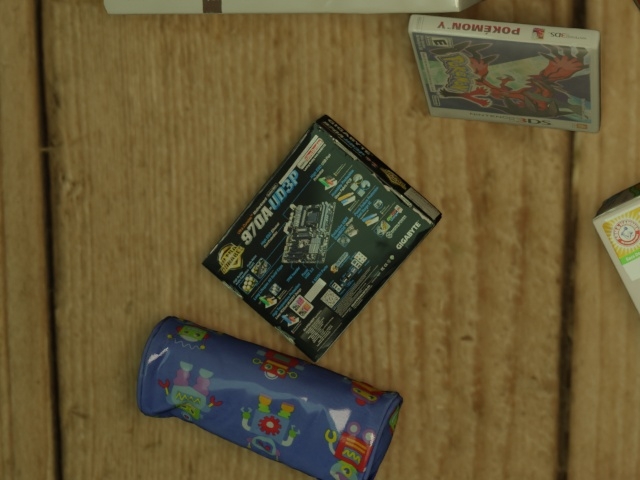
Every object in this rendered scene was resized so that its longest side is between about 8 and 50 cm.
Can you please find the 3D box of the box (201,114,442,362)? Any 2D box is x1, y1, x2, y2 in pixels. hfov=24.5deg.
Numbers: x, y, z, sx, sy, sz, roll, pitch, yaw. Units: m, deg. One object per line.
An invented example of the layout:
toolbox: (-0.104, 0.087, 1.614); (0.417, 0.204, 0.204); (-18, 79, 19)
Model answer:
box: (0.000, 0.000, 1.645); (0.175, 0.051, 0.220); (40, 110, 3)

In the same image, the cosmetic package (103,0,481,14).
cosmetic package: (-0.025, -0.341, 1.507); (0.384, 0.156, 0.217); (1, 104, 20)

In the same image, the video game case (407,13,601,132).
video game case: (0.190, -0.165, 1.488); (0.183, 0.201, 0.023); (7, 71, 13)

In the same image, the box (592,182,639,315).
box: (0.374, 0.035, 1.518); (0.103, 0.114, 0.203); (-26, 94, 20)

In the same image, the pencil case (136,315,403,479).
pencil case: (-0.059, 0.188, 1.670); (0.306, 0.119, 0.133); (19, 118, 10)

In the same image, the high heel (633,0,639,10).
high heel: (0.481, -0.215, 1.460); (0.377, 0.127, 0.181); (40, 81, 8)
